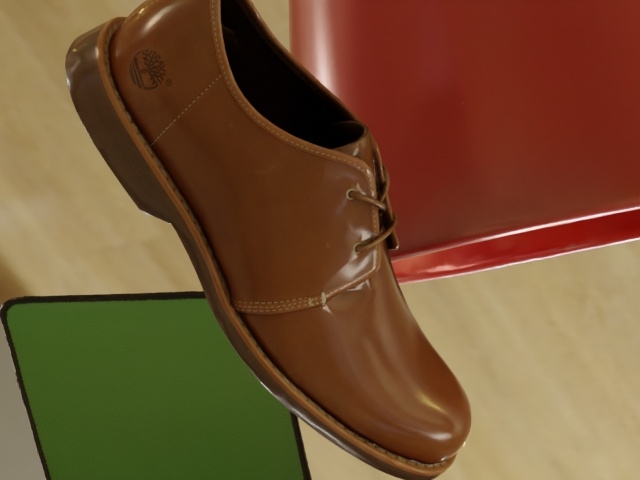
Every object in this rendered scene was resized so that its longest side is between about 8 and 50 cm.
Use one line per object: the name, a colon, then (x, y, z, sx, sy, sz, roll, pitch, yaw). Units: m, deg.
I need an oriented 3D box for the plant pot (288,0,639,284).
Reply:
plant pot: (0.102, -0.120, 0.820, 0.275, 0.275, 0.243, -16, -97, 44)

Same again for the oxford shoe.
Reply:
oxford shoe: (0.000, 0.000, 0.674, 0.076, 0.076, 0.212, -27, -69, 27)

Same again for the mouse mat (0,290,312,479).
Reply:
mouse mat: (-0.081, 0.108, 0.997, 0.152, 0.007, 0.190, -2, -61, 15)
